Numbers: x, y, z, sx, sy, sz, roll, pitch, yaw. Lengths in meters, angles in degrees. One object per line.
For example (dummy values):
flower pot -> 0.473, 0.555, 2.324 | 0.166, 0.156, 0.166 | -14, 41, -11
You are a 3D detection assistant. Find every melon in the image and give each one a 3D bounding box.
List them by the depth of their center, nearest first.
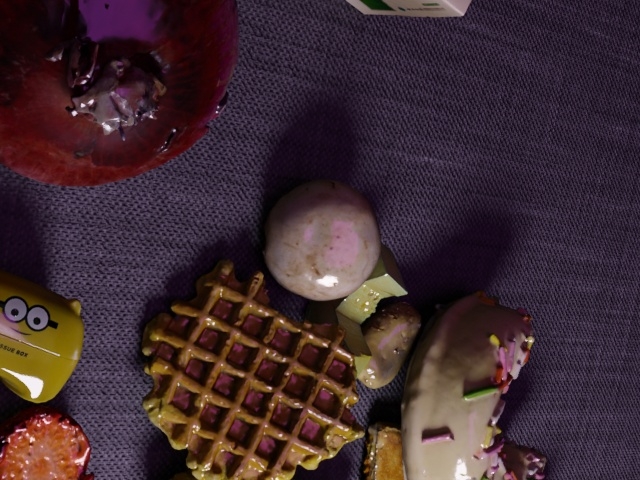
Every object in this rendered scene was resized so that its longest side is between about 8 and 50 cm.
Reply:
melon -> 0.046, 0.101, 1.501 | 0.064, 0.118, 0.209 | 31, 93, -50

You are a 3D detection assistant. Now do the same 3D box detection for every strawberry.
strawberry -> -0.345, 0.265, 1.265 | 0.145, 0.086, 0.145 | -10, 107, -35

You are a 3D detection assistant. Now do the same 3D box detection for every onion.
onion -> -0.241, -0.201, 1.107 | 0.347, 0.285, 0.347 | -11, 125, -17

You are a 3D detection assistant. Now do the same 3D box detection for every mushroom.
mushroom -> 0.000, 0.000, 1.442 | 0.166, 0.127, 0.166 | -1, 93, -13

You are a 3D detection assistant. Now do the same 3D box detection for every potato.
potato -> 0.095, 0.153, 1.571 | 0.138, 0.070, 0.091 | -51, 129, -15

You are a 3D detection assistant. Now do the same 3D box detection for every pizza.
pizza -> 0.106, 0.352, 1.634 | 0.134, 0.046, 0.175 | -43, 121, -24

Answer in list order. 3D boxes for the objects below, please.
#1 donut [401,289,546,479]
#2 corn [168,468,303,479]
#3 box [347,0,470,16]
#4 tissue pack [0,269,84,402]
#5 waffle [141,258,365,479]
donut -> 0.239, 0.279, 1.614 | 0.307, 0.150, 0.371 | -32, 120, -50
corn -> -0.075, 0.381, 1.468 | 0.363, 0.120, 0.120 | 15, 90, -40
box -> 0.083, -0.371, 1.366 | 0.168, 0.212, 0.095 | 31, 82, -36
tissue pack -> -0.360, 0.097, 1.195 | 0.178, 0.123, 0.127 | 29, 84, -32
waffle -> -0.085, 0.180, 1.386 | 0.281, 0.058, 0.301 | -39, 91, -20
